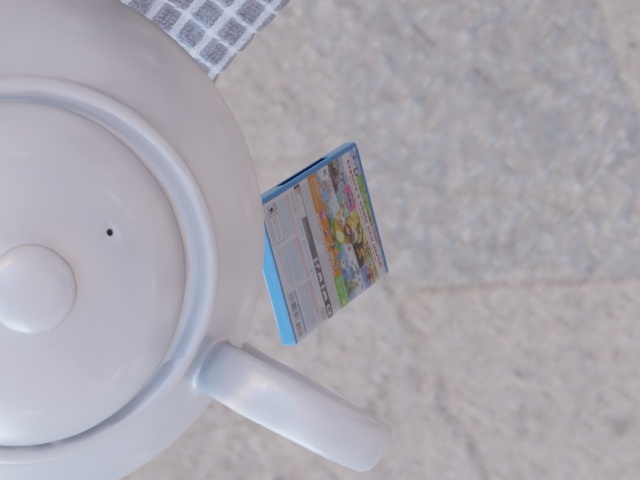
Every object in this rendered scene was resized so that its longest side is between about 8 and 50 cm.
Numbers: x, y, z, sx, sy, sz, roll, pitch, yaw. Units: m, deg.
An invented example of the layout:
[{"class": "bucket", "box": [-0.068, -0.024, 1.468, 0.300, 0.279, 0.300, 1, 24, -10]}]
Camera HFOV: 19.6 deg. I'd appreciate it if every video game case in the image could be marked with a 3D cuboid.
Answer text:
[{"class": "video game case", "box": [0.000, 0.000, 1.498, 0.015, 0.166, 0.119, -6, 106, 32]}]

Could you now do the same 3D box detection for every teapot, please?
[{"class": "teapot", "box": [-0.124, 0.009, 0.763, 0.187, 0.256, 0.253, -155, 49, -70]}]

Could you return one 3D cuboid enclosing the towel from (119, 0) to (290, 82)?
[{"class": "towel", "box": [-0.166, -0.152, 1.093, 0.235, 0.121, 0.284, 29, 115, -37]}]
